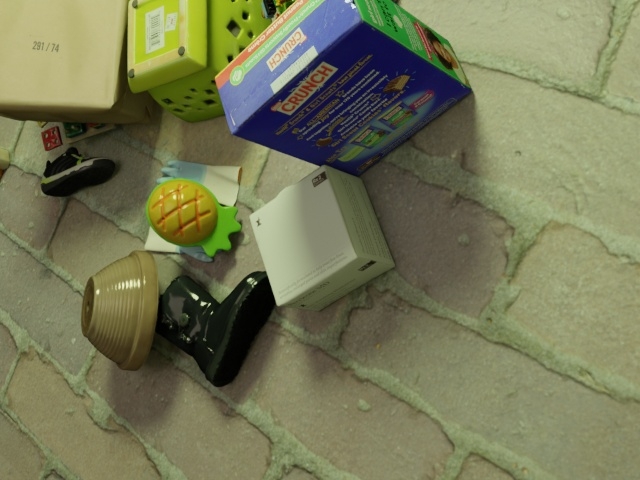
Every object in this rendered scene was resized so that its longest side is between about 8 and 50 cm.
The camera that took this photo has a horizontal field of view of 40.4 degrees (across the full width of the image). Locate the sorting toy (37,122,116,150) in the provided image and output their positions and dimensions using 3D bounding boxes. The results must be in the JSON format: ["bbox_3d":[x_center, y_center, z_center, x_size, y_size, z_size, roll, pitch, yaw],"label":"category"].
[{"bbox_3d":[-0.538,-0.294,1.930,0.274,0.046,0.132,-15,82,21],"label":"sorting toy"}]

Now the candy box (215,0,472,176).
[{"bbox_3d":[0.040,-0.244,1.356,0.268,0.317,0.122,-36,62,27],"label":"candy box"}]

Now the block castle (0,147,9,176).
[{"bbox_3d":[-1.005,-0.097,2.197,0.303,0.212,0.453,31,101,37],"label":"block castle"}]

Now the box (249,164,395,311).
[{"bbox_3d":[0.000,0.000,1.467,0.181,0.119,0.182,-33,63,29],"label":"box"}]

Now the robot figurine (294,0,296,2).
[{"bbox_3d":[0.038,-0.482,1.532,0.211,0.085,0.291,-1,80,17],"label":"robot figurine"}]

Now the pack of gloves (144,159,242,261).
[{"bbox_3d":[-0.270,-0.064,1.734,0.232,0.046,0.195,9,86,38],"label":"pack of gloves"}]

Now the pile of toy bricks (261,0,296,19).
[{"bbox_3d":[-0.064,-0.451,1.628,0.105,0.118,0.212,137,118,-70],"label":"pile of toy bricks"}]

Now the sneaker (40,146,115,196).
[{"bbox_3d":[-0.553,-0.169,1.946,0.234,0.084,0.097,-14,72,35],"label":"sneaker"}]

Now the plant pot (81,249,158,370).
[{"bbox_3d":[-0.401,0.132,1.698,0.237,0.109,0.237,-31,54,58],"label":"plant pot"}]

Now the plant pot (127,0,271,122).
[{"bbox_3d":[-0.243,-0.376,1.670,0.227,0.207,0.228,-10,76,35],"label":"plant pot"}]

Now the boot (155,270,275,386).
[{"bbox_3d":[-0.204,0.119,1.615,0.207,0.094,0.247,37,110,32],"label":"boot"}]

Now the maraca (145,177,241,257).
[{"bbox_3d":[-0.242,-0.044,1.650,0.185,0.099,0.127,27,87,4],"label":"maraca"}]

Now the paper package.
[{"bbox_3d":[-0.510,-0.401,1.782,0.324,0.168,0.310,5,88,17],"label":"paper package"}]
